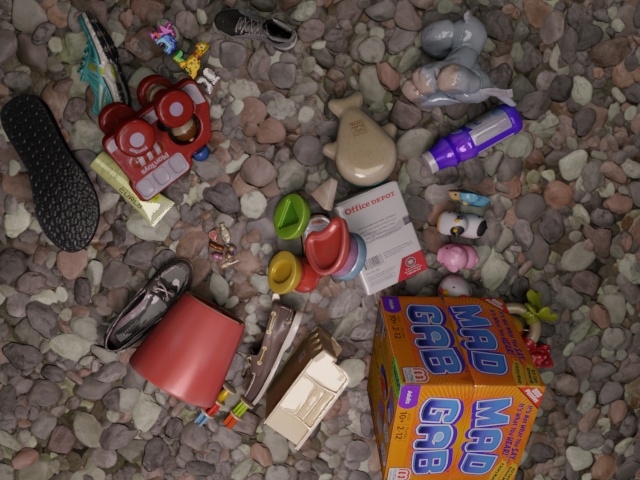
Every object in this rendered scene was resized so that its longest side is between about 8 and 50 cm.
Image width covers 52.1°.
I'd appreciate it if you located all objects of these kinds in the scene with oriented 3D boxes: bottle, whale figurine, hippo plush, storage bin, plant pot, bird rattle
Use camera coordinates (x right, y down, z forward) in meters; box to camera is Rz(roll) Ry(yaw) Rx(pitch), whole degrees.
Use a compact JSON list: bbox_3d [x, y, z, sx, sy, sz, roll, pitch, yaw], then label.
[{"bbox_3d":[0.423,-0.284,1.846,0.283,0.118,0.092,-29,103,1],"label":"bottle"},{"bbox_3d":[0.109,-0.276,1.830,0.216,0.141,0.272,-20,76,-2],"label":"whale figurine"},{"bbox_3d":[0.364,-0.493,1.742,0.294,0.234,0.236,2,87,21],"label":"hippo plush"},{"bbox_3d":[-0.038,0.400,1.848,0.123,0.262,0.260,36,95,-7],"label":"storage bin"},{"bbox_3d":[-0.349,0.290,1.813,0.275,0.275,0.243,32,85,-9],"label":"plant pot"},{"bbox_3d":[0.601,0.273,1.978,0.207,0.143,0.253,6,112,6],"label":"bird rattle"}]

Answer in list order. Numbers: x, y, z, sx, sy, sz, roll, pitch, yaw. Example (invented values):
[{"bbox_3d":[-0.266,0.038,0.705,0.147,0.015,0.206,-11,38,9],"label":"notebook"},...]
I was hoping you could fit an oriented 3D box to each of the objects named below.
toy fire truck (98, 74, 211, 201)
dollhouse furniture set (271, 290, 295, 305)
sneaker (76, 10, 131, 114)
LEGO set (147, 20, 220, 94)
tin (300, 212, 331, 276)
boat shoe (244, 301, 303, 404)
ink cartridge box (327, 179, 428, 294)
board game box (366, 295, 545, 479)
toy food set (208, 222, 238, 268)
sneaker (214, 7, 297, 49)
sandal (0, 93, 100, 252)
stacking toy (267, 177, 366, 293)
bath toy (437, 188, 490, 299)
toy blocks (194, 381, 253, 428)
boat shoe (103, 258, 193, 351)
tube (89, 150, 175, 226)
[{"bbox_3d":[-0.421,-0.278,1.746,0.302,0.169,0.254,-40,133,-12],"label":"toy fire truck"},{"bbox_3d":[-0.089,0.170,1.903,0.114,0.091,0.081,1,115,-8],"label":"dollhouse furniture set"},{"bbox_3d":[-0.597,-0.466,1.737,0.110,0.107,0.275,-12,101,6],"label":"sneaker"},{"bbox_3d":[-0.351,-0.507,1.756,0.227,0.087,0.093,44,94,-11],"label":"LEGO set"},{"bbox_3d":[-0.001,0.014,1.901,0.106,0.040,0.189,-8,100,-8],"label":"tin"},{"bbox_3d":[-0.155,0.326,1.892,0.097,0.116,0.324,25,108,-2],"label":"boat shoe"},{"bbox_3d":[0.158,-0.013,1.855,0.197,0.114,0.272,-23,102,-12],"label":"ink cartridge box"},{"bbox_3d":[0.339,0.399,1.780,0.356,0.356,0.356,2,122,-6],"label":"board game box"},{"bbox_3d":[-0.286,0.018,1.883,0.078,0.019,0.122,-24,101,-1],"label":"toy food set"},{"bbox_3d":[-0.170,-0.573,1.737,0.229,0.132,0.086,11,98,-7],"label":"sneaker"},{"bbox_3d":[-0.714,-0.183,1.782,0.168,0.107,0.445,-22,88,0],"label":"sandal"},{"bbox_3d":[0.000,0.000,1.792,0.130,0.309,0.279,16,64,-41],"label":"stacking toy"},{"bbox_3d":[0.403,0.031,1.893,0.151,0.129,0.348,5,100,-6],"label":"bath toy"},{"bbox_3d":[-0.291,0.512,1.949,0.123,0.054,0.148,41,94,-10],"label":"toy blocks"},{"bbox_3d":[-0.485,0.193,1.856,0.112,0.095,0.335,44,94,-10],"label":"boat shoe"},{"bbox_3d":[-0.526,-0.149,1.817,0.240,0.062,0.070,43,128,-15],"label":"tube"}]
